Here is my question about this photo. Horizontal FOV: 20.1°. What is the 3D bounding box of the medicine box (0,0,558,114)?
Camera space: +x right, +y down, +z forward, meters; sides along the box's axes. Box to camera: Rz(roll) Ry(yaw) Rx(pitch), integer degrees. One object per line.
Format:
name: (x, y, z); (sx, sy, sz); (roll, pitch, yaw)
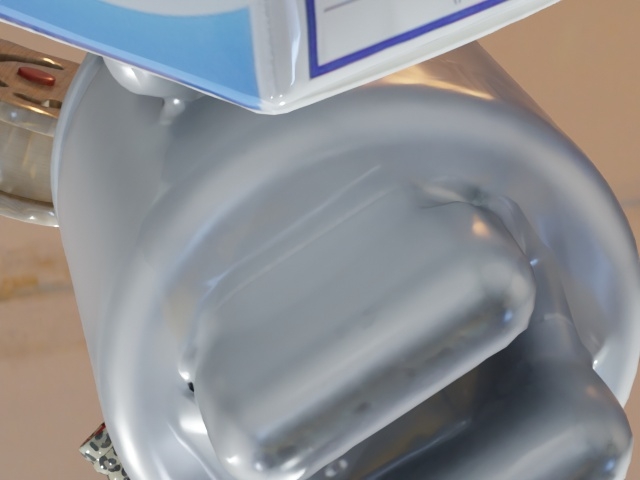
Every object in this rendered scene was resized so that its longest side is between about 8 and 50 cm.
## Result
medicine box: (-0.056, -0.213, 0.461); (0.149, 0.289, 0.263); (-26, -146, -37)

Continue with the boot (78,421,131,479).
boot: (-0.033, 0.136, 1.202); (0.178, 0.085, 0.236); (48, -131, -2)

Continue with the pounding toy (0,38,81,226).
pounding toy: (-0.212, -0.110, 1.278); (0.154, 0.155, 0.269); (22, -166, 8)

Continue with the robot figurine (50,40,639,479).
robot figurine: (0.000, 0.000, 0.724); (0.200, 0.300, 0.353); (-31, -152, 1)
